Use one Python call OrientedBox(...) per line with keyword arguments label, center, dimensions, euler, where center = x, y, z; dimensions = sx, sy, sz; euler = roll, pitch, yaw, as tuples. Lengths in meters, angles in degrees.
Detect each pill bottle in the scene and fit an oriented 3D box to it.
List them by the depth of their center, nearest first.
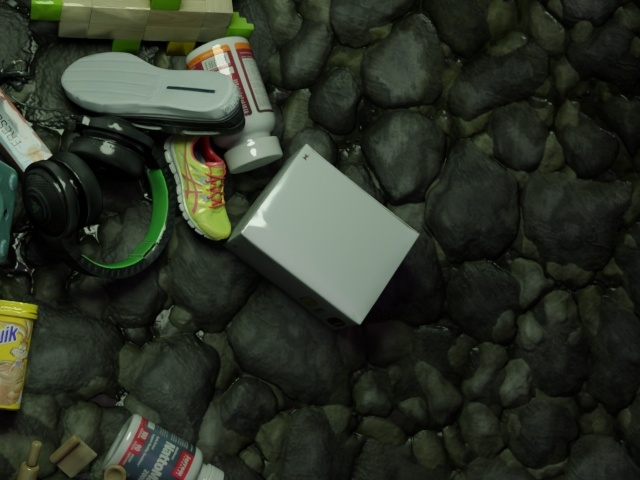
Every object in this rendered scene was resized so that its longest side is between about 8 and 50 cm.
OrientedBox(label="pill bottle", center=(-0.254, 0.372, 1.593), dimensions=(0.180, 0.108, 0.108), euler=(31, 73, -11))
OrientedBox(label="pill bottle", center=(-0.150, -0.238, 1.725), dimensions=(0.121, 0.121, 0.221), euler=(-18, 87, -20))

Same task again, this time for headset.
OrientedBox(label="headset", center=(-0.398, -0.116, 1.582), dimensions=(0.243, 0.185, 0.394), euler=(-53, 130, -32))

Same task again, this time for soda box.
OrientedBox(label="soda box", center=(-0.522, -0.184, 1.622), dimensions=(0.058, 0.063, 0.183), euler=(-38, 94, -21))

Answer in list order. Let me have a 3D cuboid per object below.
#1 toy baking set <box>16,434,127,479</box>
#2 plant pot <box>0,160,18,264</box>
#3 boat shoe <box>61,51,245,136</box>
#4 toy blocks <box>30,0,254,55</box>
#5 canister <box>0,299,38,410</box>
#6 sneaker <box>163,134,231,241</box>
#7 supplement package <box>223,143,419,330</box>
OrientedBox(label="toy baking set", center=(-0.398, 0.435, 1.531), dimensions=(0.196, 0.030, 0.256), euler=(23, 100, 2))
OrientedBox(label="plant pot", center=(-0.597, -0.056, 1.434), dimensions=(0.252, 0.247, 0.248), euler=(3, 79, 8))
OrientedBox(label="boat shoe", center=(-0.284, -0.228, 1.649), dimensions=(0.335, 0.119, 0.121), euler=(14, 61, 21))
OrientedBox(label="toy blocks", center=(-0.317, -0.488, 1.703), dimensions=(0.381, 0.191, 0.261), euler=(-2, 70, -20))
OrientedBox(label="canister", center=(-0.527, 0.181, 1.554), dimensions=(0.126, 0.073, 0.170), euler=(9, 80, -16))
OrientedBox(label="sneaker", center=(-0.199, -0.100, 1.687), dimensions=(0.081, 0.094, 0.209), euler=(-22, 89, -55))
OrientedBox(label="supplement package", center=(0.000, 0.000, 1.722), dimensions=(0.262, 0.145, 0.204), euler=(38, 71, -8))
